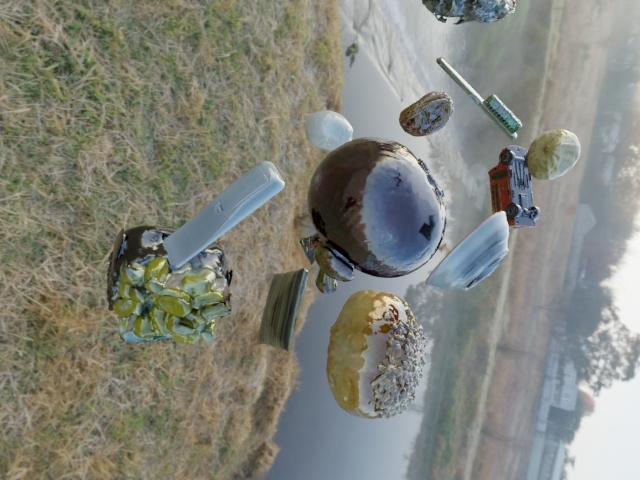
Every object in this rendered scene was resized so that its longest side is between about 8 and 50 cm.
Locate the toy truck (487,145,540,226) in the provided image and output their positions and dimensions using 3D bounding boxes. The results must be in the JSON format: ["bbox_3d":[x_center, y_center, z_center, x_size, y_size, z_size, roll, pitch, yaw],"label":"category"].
[{"bbox_3d":[0.600,-0.163,1.318,0.108,0.114,0.252,2,81,-27],"label":"toy truck"}]

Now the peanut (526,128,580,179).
[{"bbox_3d":[0.630,-0.235,1.143,0.159,0.109,0.140,44,49,-86],"label":"peanut"}]

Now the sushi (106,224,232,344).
[{"bbox_3d":[-0.409,0.156,1.130,0.328,0.285,0.328,20,120,-38],"label":"sushi"}]

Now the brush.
[{"bbox_3d":[0.396,-0.357,1.036,0.048,0.282,0.054,-46,-164,27],"label":"brush"}]

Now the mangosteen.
[{"bbox_3d":[0.099,-0.056,0.845,0.297,0.293,0.296,28,50,-39],"label":"mangosteen"}]

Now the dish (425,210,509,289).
[{"bbox_3d":[0.383,0.050,1.033,0.260,0.085,0.260,-35,158,-16],"label":"dish"}]

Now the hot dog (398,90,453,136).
[{"bbox_3d":[0.433,-0.520,1.737,0.160,0.227,0.099,42,39,-25],"label":"hot dog"}]

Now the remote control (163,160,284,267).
[{"bbox_3d":[-0.129,-0.034,0.534,0.184,0.049,0.027,-36,151,10],"label":"remote control"}]

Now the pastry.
[{"bbox_3d":[0.183,0.339,1.266,0.410,0.245,0.409,-14,106,-60],"label":"pastry"}]

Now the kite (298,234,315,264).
[{"bbox_3d":[0.000,0.000,1.444,0.009,0.232,0.189,36,58,-36],"label":"kite"}]

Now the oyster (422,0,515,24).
[{"bbox_3d":[0.297,-0.543,0.889,0.087,0.200,0.251,57,31,-65],"label":"oyster"}]

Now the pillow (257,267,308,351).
[{"bbox_3d":[-0.104,0.182,1.118,0.052,0.212,0.208,19,73,-27],"label":"pillow"}]

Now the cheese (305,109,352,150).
[{"bbox_3d":[0.033,-0.444,1.700,0.198,0.189,0.154,-128,-131,-78],"label":"cheese"}]
